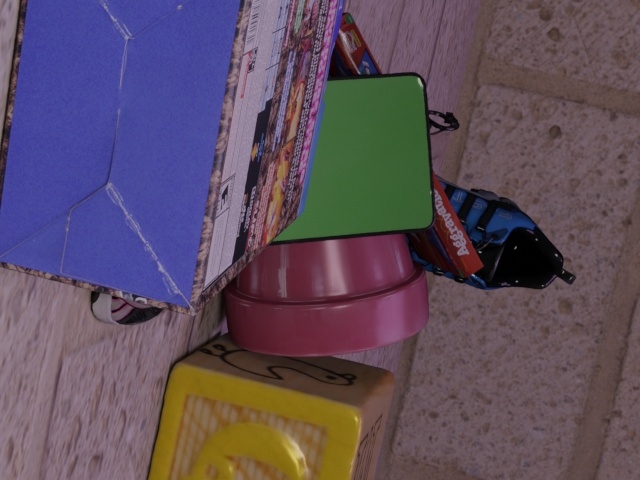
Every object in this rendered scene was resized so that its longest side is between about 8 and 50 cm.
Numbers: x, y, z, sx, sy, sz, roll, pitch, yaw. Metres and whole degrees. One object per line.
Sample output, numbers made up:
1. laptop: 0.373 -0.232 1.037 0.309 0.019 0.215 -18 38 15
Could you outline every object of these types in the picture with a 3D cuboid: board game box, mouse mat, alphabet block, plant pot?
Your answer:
1. board game box: 0.065 -0.097 1.821 0.281 0.027 0.145 61 -8 -14
2. mouse mat: 0.016 -0.077 1.718 0.007 0.189 0.153 -179 -96 -72
3. alphabet block: -0.049 0.212 1.777 0.197 0.192 0.194 -32 133 -78
4. plant pot: 0.000 0.000 1.808 0.201 0.201 0.180 -47 133 -71
5. board game box: -0.090 -0.110 1.237 0.291 0.141 0.232 -46 148 -71

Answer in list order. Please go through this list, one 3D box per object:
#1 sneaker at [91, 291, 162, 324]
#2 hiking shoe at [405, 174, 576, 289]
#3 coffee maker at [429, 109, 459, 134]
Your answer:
1. sneaker: -0.130 0.029 1.388 0.178 0.077 0.072 65 41 -76
2. hiking shoe: 0.136 -0.012 1.980 0.304 0.132 0.113 4 110 -38
3. coffee maker: 0.056 -0.059 2.046 0.120 0.171 0.178 -105 -154 -67
